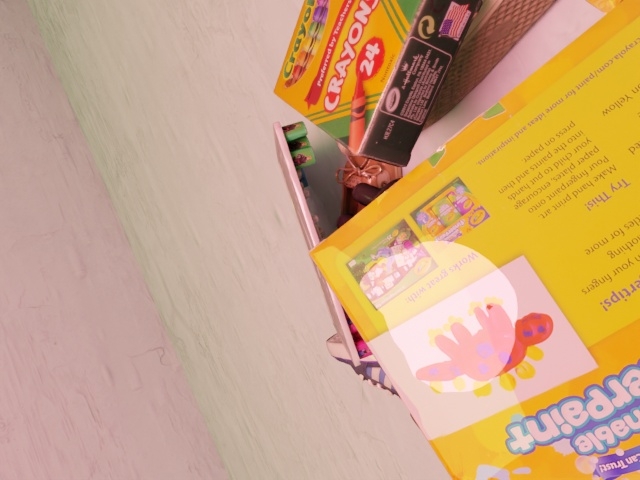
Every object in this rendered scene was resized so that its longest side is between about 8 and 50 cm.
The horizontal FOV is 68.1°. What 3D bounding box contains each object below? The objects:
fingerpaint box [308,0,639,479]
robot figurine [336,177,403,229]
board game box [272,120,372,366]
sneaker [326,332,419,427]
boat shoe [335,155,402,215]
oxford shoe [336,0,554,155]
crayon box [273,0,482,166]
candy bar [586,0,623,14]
[{"bbox_3d":[0.274,0.033,0.509,0.445,0.163,0.371,-40,71,19],"label":"fingerpaint box"},{"bbox_3d":[0.163,0.006,0.746,0.278,0.174,0.209,32,137,27],"label":"robot figurine"},{"bbox_3d":[0.000,0.000,0.896,0.390,0.051,0.389,-177,69,-86],"label":"board game box"},{"bbox_3d":[0.165,0.285,0.892,0.323,0.130,0.236,-8,99,39],"label":"sneaker"},{"bbox_3d":[0.085,-0.077,0.889,0.105,0.089,0.284,18,119,45],"label":"boat shoe"},{"bbox_3d":[0.165,-0.282,0.654,0.449,0.169,0.130,-46,66,43],"label":"oxford shoe"},{"bbox_3d":[0.038,-0.253,0.635,0.318,0.081,0.202,49,123,49],"label":"crayon box"},{"bbox_3d":[0.359,-0.329,0.512,0.040,0.018,0.161,51,138,24],"label":"candy bar"}]
